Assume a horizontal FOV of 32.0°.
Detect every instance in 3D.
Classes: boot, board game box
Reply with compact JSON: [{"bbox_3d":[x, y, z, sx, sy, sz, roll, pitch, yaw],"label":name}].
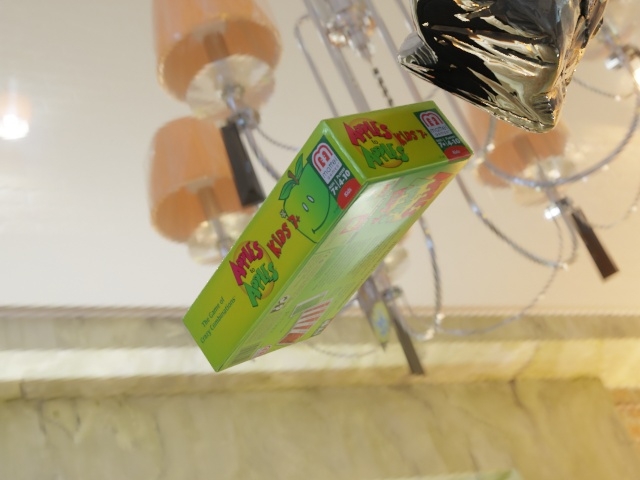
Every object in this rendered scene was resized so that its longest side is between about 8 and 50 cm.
[{"bbox_3d":[0.108,-0.150,0.505,0.179,0.085,0.236,-64,-6,-1],"label":"boot"},{"bbox_3d":[0.000,0.000,0.645,0.092,0.043,0.181,-17,-26,-44],"label":"board game box"}]
